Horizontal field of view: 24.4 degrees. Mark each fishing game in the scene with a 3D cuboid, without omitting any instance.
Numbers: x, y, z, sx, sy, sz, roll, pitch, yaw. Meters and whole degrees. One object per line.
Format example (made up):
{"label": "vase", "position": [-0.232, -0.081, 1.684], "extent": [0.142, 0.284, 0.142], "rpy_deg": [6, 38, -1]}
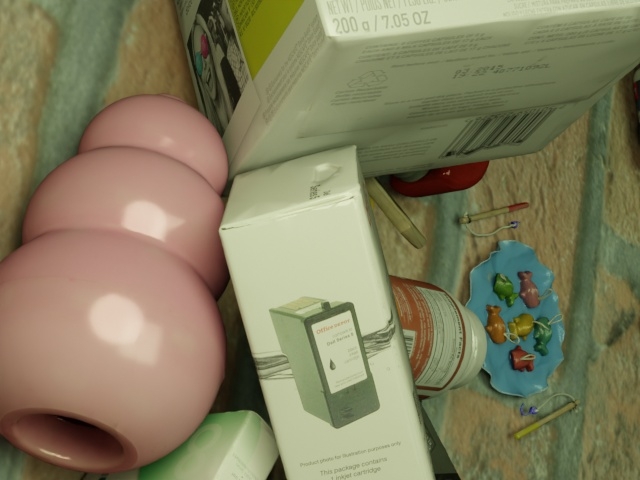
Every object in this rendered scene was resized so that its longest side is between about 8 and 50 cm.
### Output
{"label": "fishing game", "position": [0.231, 0.087, 1.697], "extent": [0.189, 0.041, 0.264], "rpy_deg": [-12, 90, -48]}

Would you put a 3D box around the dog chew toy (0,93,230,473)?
{"label": "dog chew toy", "position": [-0.163, 0.018, 1.219], "extent": [0.207, 0.207, 0.331], "rpy_deg": [37, 50, -34]}

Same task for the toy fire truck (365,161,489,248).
{"label": "toy fire truck", "position": [0.089, -0.093, 1.514], "extent": [0.217, 0.158, 0.246], "rpy_deg": [29, 66, -38]}

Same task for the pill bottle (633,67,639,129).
{"label": "pill bottle", "position": [0.465, -0.186, 1.933], "extent": [0.108, 0.108, 0.180], "rpy_deg": [-2, 83, -45]}

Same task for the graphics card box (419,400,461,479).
{"label": "graphics card box", "position": [0.019, 0.341, 1.326], "extent": [0.371, 0.094, 0.232], "rpy_deg": [-48, 118, -44]}

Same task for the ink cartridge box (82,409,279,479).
{"label": "ink cartridge box", "position": [-0.148, 0.241, 1.190], "extent": [0.056, 0.181, 0.224], "rpy_deg": [51, 51, -26]}

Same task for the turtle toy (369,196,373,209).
{"label": "turtle toy", "position": [0.000, 0.000, 1.466], "extent": [0.095, 0.066, 0.130], "rpy_deg": [15, 72, -45]}

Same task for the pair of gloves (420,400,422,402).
{"label": "pair of gloves", "position": [0.077, 0.145, 1.553], "extent": [0.083, 0.010, 0.074], "rpy_deg": [9, 73, -45]}

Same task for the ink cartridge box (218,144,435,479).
{"label": "ink cartridge box", "position": [0.009, 0.078, 1.215], "extent": [0.198, 0.115, 0.272], "rpy_deg": [-90, 166, -76]}

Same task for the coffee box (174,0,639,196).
{"label": "coffee box", "position": [0.072, -0.267, 1.287], "extent": [0.338, 0.338, 0.334], "rpy_deg": [-9, 74, -20]}

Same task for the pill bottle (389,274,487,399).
{"label": "pill bottle", "position": [0.072, 0.096, 1.456], "extent": [0.216, 0.121, 0.121], "rpy_deg": [14, 72, -54]}
